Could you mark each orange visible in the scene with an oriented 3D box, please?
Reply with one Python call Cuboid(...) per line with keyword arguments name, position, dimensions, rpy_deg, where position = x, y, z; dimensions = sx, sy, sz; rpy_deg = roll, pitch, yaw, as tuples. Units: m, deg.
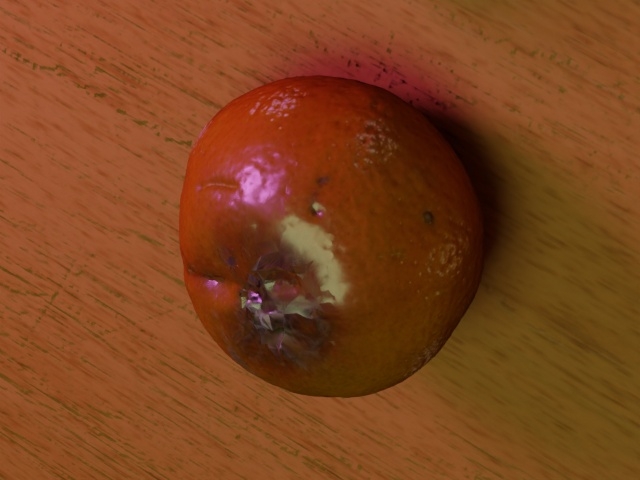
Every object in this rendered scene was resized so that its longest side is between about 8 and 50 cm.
Cuboid(name="orange", position=(0.000, 0.000, 1.323), dimensions=(0.224, 0.170, 0.224), rpy_deg=(17, 128, 23))
